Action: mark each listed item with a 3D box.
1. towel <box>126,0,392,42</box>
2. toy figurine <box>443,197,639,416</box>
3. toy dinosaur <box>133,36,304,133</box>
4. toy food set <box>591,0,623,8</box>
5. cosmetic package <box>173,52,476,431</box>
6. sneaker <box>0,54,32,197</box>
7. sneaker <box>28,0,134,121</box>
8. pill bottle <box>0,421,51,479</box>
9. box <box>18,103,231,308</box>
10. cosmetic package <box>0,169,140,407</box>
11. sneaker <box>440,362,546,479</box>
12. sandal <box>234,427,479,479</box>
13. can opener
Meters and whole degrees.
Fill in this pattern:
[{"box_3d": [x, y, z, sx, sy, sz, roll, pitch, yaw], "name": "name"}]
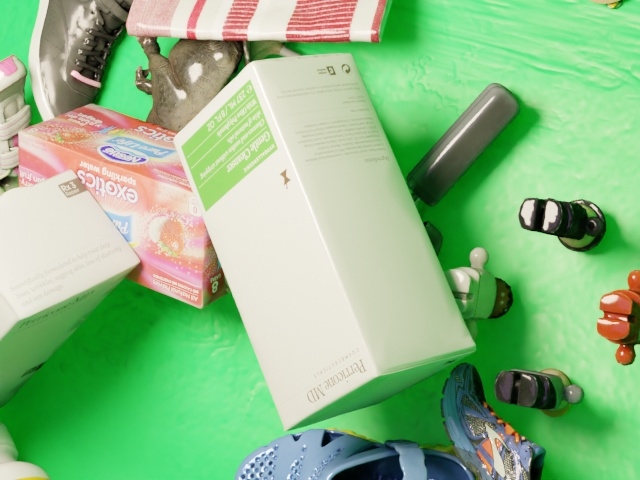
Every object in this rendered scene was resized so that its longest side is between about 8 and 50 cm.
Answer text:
[{"box_3d": [-0.061, -0.344, 1.861, 0.329, 0.037, 0.237, 4, 59, 18], "name": "towel"}, {"box_3d": [0.255, 0.072, 1.644, 0.209, 0.148, 0.213, -43, 67, 19], "name": "toy figurine"}, {"box_3d": [-0.168, -0.213, 1.913, 0.313, 0.121, 0.160, -42, 52, 9], "name": "toy dinosaur"}, {"box_3d": [0.333, -0.312, 1.741, 0.083, 0.020, 0.082, 43, 100, 26], "name": "toy food set"}, {"box_3d": [0.000, 0.000, 1.655, 0.197, 0.155, 0.366, -39, 68, 48], "name": "cosmetic package"}, {"box_3d": [-0.421, -0.147, 2.000, 0.111, 0.252, 0.103, 43, 56, 9], "name": "sneaker"}, {"box_3d": [-0.295, -0.277, 1.993, 0.146, 0.104, 0.296, -6, 73, 30], "name": "sneaker"}, {"box_3d": [-0.391, 0.400, 1.866, 0.188, 0.188, 0.334, -38, 66, 15], "name": "pill bottle"}, {"box_3d": [-0.221, -0.047, 1.867, 0.300, 0.142, 0.154, 21, 120, 27], "name": "box"}, {"box_3d": [-0.420, 0.097, 1.839, 0.156, 0.217, 0.385, 54, 131, 6], "name": "cosmetic package"}, {"box_3d": [0.200, 0.231, 1.627, 0.087, 0.083, 0.221, -28, 68, 16], "name": "sneaker"}, {"box_3d": [0.035, 0.274, 1.713, 0.317, 0.138, 0.126, -7, 80, 27], "name": "sandal"}, {"box_3d": [0.141, -0.061, 1.771, 0.093, 0.074, 0.280, 36, 100, -8], "name": "can opener"}]
